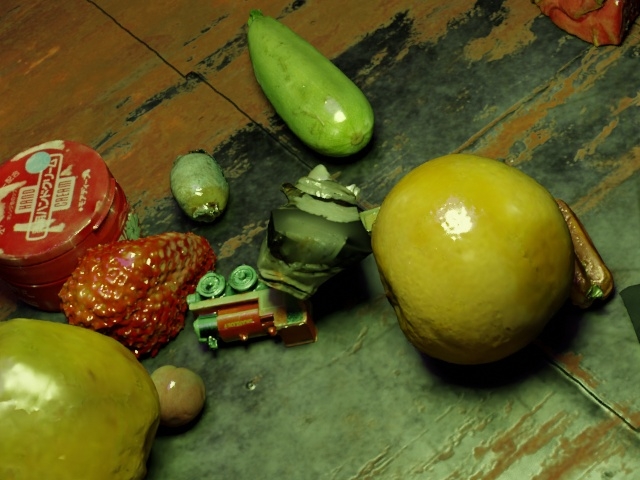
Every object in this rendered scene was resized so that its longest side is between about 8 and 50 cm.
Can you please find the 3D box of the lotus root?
[{"bbox_3d":[-0.181,-0.088,2.074,0.088,0.088,0.165,-23,37,0],"label":"lotus root"}]

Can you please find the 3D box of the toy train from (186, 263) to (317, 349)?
[{"bbox_3d":[-0.094,0.093,1.893,0.176,0.074,0.118,-11,52,8],"label":"toy train"}]

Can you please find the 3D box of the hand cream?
[{"bbox_3d":[-0.384,-0.019,2.040,0.230,0.149,0.230,-9,50,10],"label":"hand cream"}]

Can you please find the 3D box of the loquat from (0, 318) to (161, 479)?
[{"bbox_3d":[-0.344,0.225,1.723,0.276,0.284,0.276,-37,27,23],"label":"loquat"}]

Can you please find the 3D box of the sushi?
[{"bbox_3d":[-0.017,-0.009,1.884,0.134,0.109,0.273,16,23,-9],"label":"sushi"}]

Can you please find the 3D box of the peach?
[{"bbox_3d":[-0.190,0.204,1.823,0.083,0.083,0.083,-10,48,11],"label":"peach"}]

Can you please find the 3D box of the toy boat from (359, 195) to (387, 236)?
[{"bbox_3d":[0.133,-0.042,1.929,0.172,0.066,0.065,-14,45,7],"label":"toy boat"}]

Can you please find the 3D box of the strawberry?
[{"bbox_3d":[-0.250,0.057,1.909,0.175,0.107,0.236,31,67,-2],"label":"strawberry"}]

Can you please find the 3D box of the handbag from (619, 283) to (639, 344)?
[{"bbox_3d":[0.481,0.112,1.653,0.211,0.089,0.254,-18,36,12],"label":"handbag"}]

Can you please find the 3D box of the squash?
[{"bbox_3d":[-0.035,-0.244,2.130,0.118,0.118,0.370,-32,46,-8],"label":"squash"}]

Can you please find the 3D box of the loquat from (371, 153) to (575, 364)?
[{"bbox_3d":[0.180,0.019,1.726,0.263,0.263,0.263,-10,48,11],"label":"loquat"}]

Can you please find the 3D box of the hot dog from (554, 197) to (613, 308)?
[{"bbox_3d":[0.321,0.017,1.817,0.072,0.055,0.188,-2,48,-24],"label":"hot dog"}]

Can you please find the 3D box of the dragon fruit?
[{"bbox_3d":[0.410,-0.462,2.133,0.205,0.152,0.317,11,56,29],"label":"dragon fruit"}]
